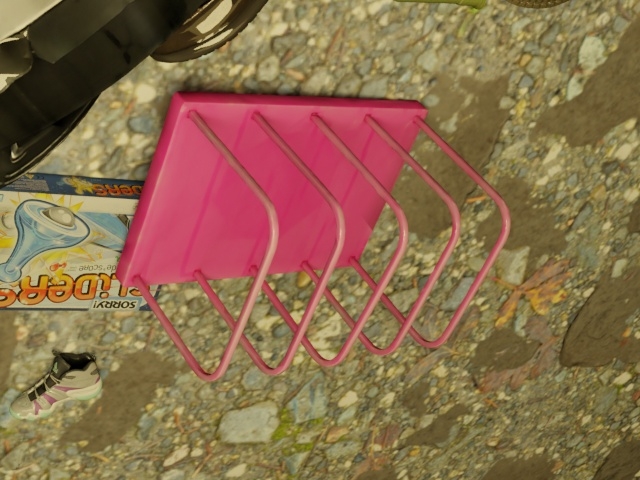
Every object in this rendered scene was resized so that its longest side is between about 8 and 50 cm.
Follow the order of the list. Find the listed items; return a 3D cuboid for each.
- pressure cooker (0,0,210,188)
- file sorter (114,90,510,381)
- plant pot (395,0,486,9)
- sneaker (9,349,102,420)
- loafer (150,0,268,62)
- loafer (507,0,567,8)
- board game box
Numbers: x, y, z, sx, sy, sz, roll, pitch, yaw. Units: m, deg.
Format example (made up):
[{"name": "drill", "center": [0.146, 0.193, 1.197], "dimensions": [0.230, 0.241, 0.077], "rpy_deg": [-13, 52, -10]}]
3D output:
[{"name": "pressure cooker", "center": [-0.224, -0.234, 0.532], "dimensions": [0.370, 0.375, 0.420], "rpy_deg": [-37, 136, 0]}, {"name": "file sorter", "center": [0.000, 0.000, 0.981], "dimensions": [0.290, 0.182, 0.202], "rpy_deg": [-4, 130, -39]}, {"name": "plant pot", "center": [0.100, -0.242, 0.938], "dimensions": [0.079, 0.083, 0.083], "rpy_deg": [-9, 133, -8]}, {"name": "sneaker", "center": [-0.274, 0.141, 1.085], "dimensions": [0.098, 0.038, 0.069], "rpy_deg": [-22, 135, -26]}, {"name": "loafer", "center": [-0.067, -0.234, 0.850], "dimensions": [0.220, 0.080, 0.078], "rpy_deg": [-42, 127, 2]}, {"name": "loafer", "center": [0.239, -0.265, 1.016], "dimensions": [0.148, 0.050, 0.056], "rpy_deg": [-13, 132, 1]}, {"name": "board game box", "center": [-0.234, 0.004, 0.984], "dimensions": [0.201, 0.035, 0.136], "rpy_deg": [2, 127, -32]}]
